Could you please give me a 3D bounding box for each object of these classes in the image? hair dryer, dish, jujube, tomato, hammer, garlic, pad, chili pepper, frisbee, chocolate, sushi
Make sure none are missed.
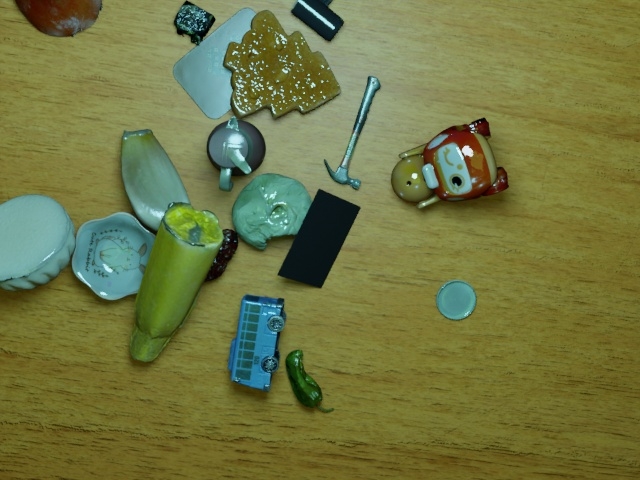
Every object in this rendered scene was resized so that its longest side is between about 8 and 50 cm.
[{"bbox_3d":[0.052,-0.633,1.775,0.128,0.070,0.255,39,90,-7],"label":"hair dryer"},{"bbox_3d":[-0.524,0.036,1.831,0.229,0.081,0.229,-1,97,-6],"label":"dish"},{"bbox_3d":[-0.271,0.035,1.825,0.104,0.104,0.166,43,106,-7],"label":"jujube"},{"bbox_3d":[-0.661,-0.609,1.726,0.228,0.112,0.199,28,97,-3],"label":"tomato"},{"bbox_3d":[0.094,-0.284,1.834,0.111,0.033,0.287,20,96,-5],"label":"hammer"},{"bbox_3d":[-0.426,-0.136,1.795,0.143,0.112,0.318,-23,92,-22],"label":"garlic"},{"bbox_3d":[0.000,0.000,1.831,0.170,0.006,0.245,20,98,-43],"label":"pad"},{"bbox_3d":[-0.038,0.395,1.896,0.073,0.072,0.204,-27,97,0],"label":"chili pepper"},{"bbox_3d":[0.367,0.160,1.911,0.110,0.014,0.110,0,98,-3],"label":"frisbee"},{"bbox_3d":[-0.382,0.121,1.769,0.162,0.162,0.445,25,121,-5],"label":"chocolate"},{"bbox_3d":[-0.232,-0.453,1.814,0.267,0.004,0.181,-39,97,4],"label":"pad"},{"bbox_3d":[-0.321,-0.546,1.771,0.083,0.056,0.084,32,94,-6],"label":"sushi"}]

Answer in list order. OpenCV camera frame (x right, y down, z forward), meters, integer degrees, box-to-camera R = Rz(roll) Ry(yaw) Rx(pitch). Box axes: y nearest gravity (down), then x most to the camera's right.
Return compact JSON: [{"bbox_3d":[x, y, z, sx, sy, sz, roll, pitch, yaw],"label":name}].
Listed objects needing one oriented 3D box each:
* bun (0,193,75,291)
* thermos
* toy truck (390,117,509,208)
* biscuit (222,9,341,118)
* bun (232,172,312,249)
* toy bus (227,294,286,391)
[{"bbox_3d":[-0.727,0.031,1.776,0.263,0.175,0.263,-4,55,5],"label":"bun"},{"bbox_3d":[-0.213,-0.211,1.715,0.146,0.265,0.176,8,99,-3],"label":"thermos"},{"bbox_3d":[0.307,-0.174,1.749,0.239,0.265,0.189,-22,96,-10],"label":"toy truck"},{"bbox_3d":[-0.095,-0.420,1.791,0.306,0.043,0.284,18,85,-11],"label":"biscuit"},{"bbox_3d":[-0.120,-0.067,1.808,0.204,0.126,0.212,42,95,-5],"label":"bun"},{"bbox_3d":[-0.166,0.267,1.856,0.134,0.116,0.234,9,95,-3],"label":"toy bus"}]
